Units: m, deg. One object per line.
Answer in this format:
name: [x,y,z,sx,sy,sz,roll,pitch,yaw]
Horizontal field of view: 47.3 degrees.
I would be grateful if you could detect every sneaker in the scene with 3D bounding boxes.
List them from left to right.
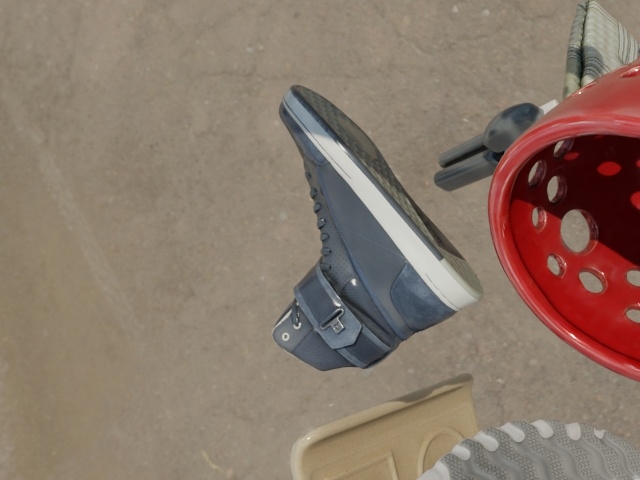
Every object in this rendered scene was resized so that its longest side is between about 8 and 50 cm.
sneaker: [0.000,0.001,0.601,0.163,0.086,0.226,-38,86,22]
sneaker: [0.114,0.225,0.542,0.282,0.115,0.105,-21,28,-1]

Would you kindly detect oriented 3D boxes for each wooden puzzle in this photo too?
wooden puzzle: [0.105,0.364,0.895,0.081,0.322,0.347,-14,85,47]

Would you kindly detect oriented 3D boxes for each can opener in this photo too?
can opener: [0.254,-0.151,1.133,0.283,0.095,0.075,-23,47,61]

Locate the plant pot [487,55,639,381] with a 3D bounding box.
plant pot: [0.228,-0.031,0.457,0.191,0.174,0.191,31,143,27]

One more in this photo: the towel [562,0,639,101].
towel: [0.402,-0.117,0.842,0.056,0.312,0.324,-37,19,41]
